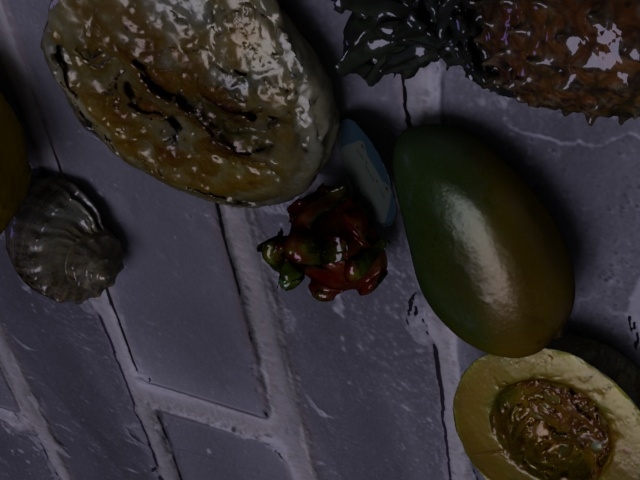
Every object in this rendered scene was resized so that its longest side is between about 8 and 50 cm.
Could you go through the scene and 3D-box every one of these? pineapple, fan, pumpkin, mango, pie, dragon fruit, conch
[{"bbox_3d":[0.145,-0.163,1.009,0.310,0.141,0.170,5,161,41],"label":"pineapple"},{"bbox_3d":[0.040,-0.055,1.257,0.113,0.005,0.175,62,164,15],"label":"fan"},{"bbox_3d":[0.260,0.179,1.337,0.217,0.110,0.217,21,132,26],"label":"pumpkin"},{"bbox_3d":[0.154,-0.001,1.200,0.156,0.114,0.251,4,121,51],"label":"mango"},{"bbox_3d":[-0.132,-0.152,1.251,0.339,0.077,0.339,19,141,16],"label":"pie"},{"bbox_3d":[0.000,0.000,1.278,0.138,0.175,0.142,28,123,32],"label":"dragon fruit"},{"bbox_3d":[-0.325,-0.011,1.553,0.207,0.130,0.155,35,114,34],"label":"conch"}]

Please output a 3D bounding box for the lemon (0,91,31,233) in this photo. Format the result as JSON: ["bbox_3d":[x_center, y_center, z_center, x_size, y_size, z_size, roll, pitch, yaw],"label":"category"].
[{"bbox_3d":[-0.464,-0.089,1.404,0.293,0.293,0.293,19,141,16],"label":"lemon"}]
